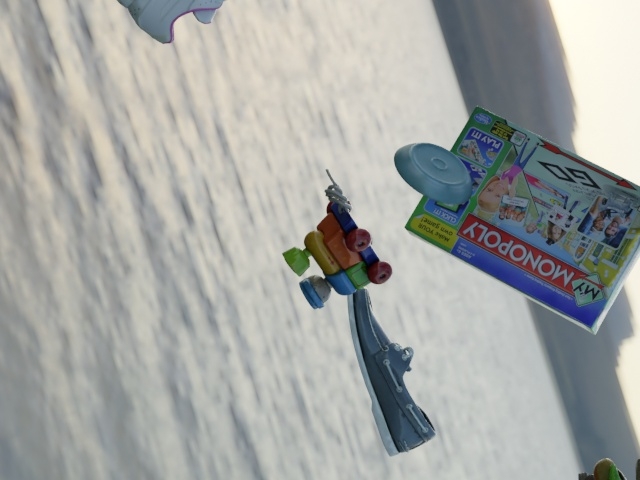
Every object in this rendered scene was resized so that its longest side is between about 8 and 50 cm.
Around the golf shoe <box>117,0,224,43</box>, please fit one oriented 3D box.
[{"bbox_3d":[-0.173,-0.430,2.416,0.140,0.306,0.115,57,9,-6],"label":"golf shoe"}]

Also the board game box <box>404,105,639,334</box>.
[{"bbox_3d":[0.308,-0.033,2.183,0.317,0.213,0.046,29,-6,23],"label":"board game box"}]

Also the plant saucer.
[{"bbox_3d":[0.157,-0.097,2.056,0.119,0.119,0.021,-100,-150,-48],"label":"plant saucer"}]

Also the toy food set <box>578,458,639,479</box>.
[{"bbox_3d":[0.438,0.405,2.349,0.192,0.038,0.132,143,-50,-63],"label":"toy food set"}]

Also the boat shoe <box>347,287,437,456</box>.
[{"bbox_3d":[0.121,0.219,2.667,0.116,0.099,0.319,-66,141,-79],"label":"boat shoe"}]

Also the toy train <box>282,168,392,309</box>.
[{"bbox_3d":[0.000,0.000,2.368,0.248,0.143,0.105,55,3,-44],"label":"toy train"}]
